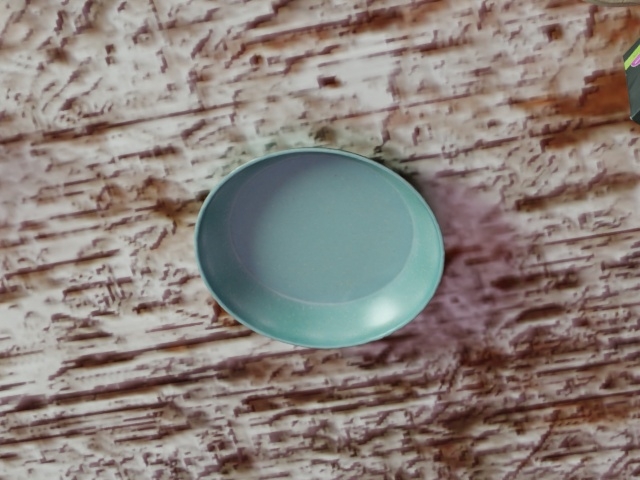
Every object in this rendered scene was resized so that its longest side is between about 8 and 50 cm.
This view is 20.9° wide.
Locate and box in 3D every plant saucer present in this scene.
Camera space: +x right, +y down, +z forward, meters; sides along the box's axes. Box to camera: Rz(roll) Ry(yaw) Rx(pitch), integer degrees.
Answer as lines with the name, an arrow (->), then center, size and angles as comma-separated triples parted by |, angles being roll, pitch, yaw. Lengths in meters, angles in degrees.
plant saucer -> 0.000, 0.000, 0.827 | 0.119, 0.021, 0.119 | 3, 127, 4

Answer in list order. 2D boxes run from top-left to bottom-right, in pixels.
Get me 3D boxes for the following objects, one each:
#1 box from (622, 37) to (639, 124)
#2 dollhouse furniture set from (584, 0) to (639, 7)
box -> 0.181, -0.066, 0.741 | 0.083, 0.052, 0.062 | 29, 124, -17
dollhouse furniture set -> 0.071, -0.151, 0.605 | 0.161, 0.182, 0.101 | 23, 126, -12
